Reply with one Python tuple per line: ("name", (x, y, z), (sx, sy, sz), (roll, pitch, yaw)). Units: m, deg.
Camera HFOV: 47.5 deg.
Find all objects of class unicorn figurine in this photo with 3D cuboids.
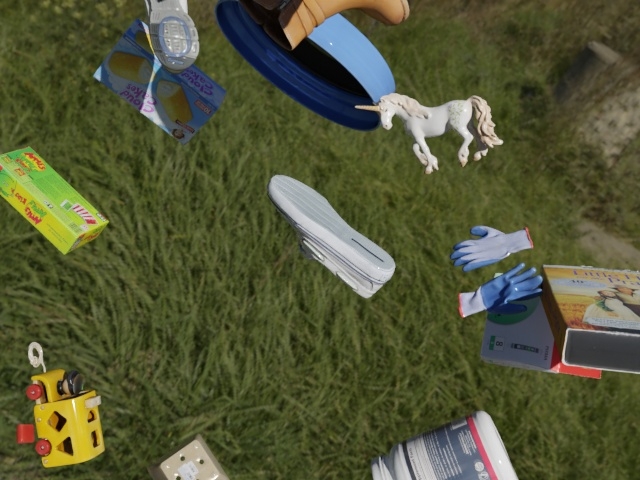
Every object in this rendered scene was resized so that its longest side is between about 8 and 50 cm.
("unicorn figurine", (0.138, -0.142, 0.917), (0.060, 0.161, 0.111), (-63, 137, -71))

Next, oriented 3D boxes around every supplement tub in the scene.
("supplement tub", (0.263, 0.493, 1.540), (0.191, 0.272, 0.191), (63, 9, -18))

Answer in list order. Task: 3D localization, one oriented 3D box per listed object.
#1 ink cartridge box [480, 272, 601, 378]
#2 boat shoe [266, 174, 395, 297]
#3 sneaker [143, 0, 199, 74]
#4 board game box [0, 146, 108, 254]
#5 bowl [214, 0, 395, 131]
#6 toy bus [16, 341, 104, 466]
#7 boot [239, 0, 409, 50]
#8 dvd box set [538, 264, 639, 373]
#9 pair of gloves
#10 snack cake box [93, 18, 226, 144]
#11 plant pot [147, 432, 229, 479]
("ink cartridge box", (0.443, 0.166, 1.439), (0.224, 0.181, 0.056), (4, -22, 29))
("boat shoe", (0.000, 0.000, 1.059), (0.226, 0.076, 0.083), (41, 31, 12))
("sneaker", (-0.305, -0.463, 1.412), (0.110, 0.297, 0.129), (-4, -3, -16))
("board game box", (-0.439, -0.066, 1.166), (0.181, 0.043, 0.092), (44, 24, 0))
("bowl", (-0.025, -0.359, 1.413), (0.391, 0.077, 0.391), (33, -7, 5))
("toy bus", (-0.455, 0.306, 1.325), (0.104, 0.202, 0.191), (-10, 45, 9))
("boot", (0.004, -0.289, 0.889), (0.197, 0.073, 0.152), (34, 69, -14))
("dvd box set", (0.534, 0.124, 1.201), (0.307, 0.062, 0.420), (5, 12, 12))
("pair of gloves", (0.318, 0.050, 1.332), (0.023, 0.159, 0.198), (47, 33, -48))
("snack cake box", (-0.373, -0.366, 1.704), (0.264, 0.152, 0.089), (37, 35, -20))
("plant pot", (-0.224, 0.399, 1.250), (0.109, 0.096, 0.109), (-32, 77, -22))
